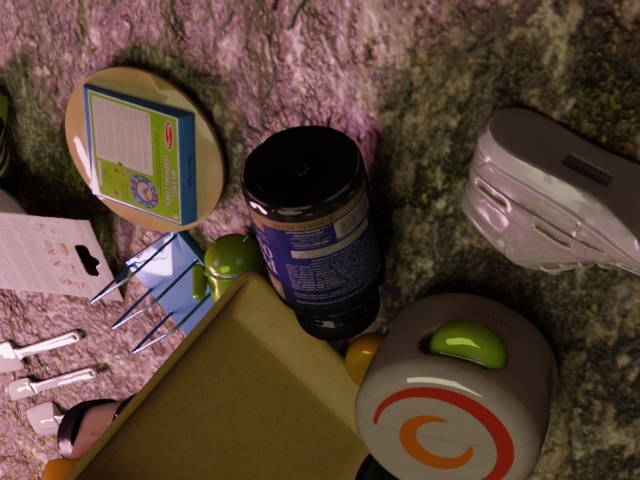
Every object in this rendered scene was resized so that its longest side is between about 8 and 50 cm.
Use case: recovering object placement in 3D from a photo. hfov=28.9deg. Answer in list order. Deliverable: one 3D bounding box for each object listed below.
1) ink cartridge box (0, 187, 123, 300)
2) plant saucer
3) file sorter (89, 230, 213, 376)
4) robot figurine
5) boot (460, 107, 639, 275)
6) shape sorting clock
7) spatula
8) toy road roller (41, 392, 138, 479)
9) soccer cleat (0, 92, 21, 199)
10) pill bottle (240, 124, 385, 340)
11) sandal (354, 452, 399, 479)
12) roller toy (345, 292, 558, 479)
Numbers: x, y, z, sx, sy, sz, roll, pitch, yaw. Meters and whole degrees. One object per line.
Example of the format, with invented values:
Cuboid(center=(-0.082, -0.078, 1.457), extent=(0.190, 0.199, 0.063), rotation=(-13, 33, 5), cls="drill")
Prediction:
Cuboid(center=(-0.370, 0.000, 1.573), extent=(0.224, 0.056, 0.181), rotation=(3, 145, 10), cls="ink cartridge box")
Cuboid(center=(-0.091, 0.253, 1.391), extent=(0.333, 0.333, 0.081), rotation=(46, 166, -24), cls="plant saucer")
Cuboid(center=(-0.174, 0.094, 1.487), extent=(0.170, 0.104, 0.118), rotation=(51, 137, -9), cls="file sorter")
Cuboid(center=(-0.095, 0.042, 1.415), extent=(0.101, 0.067, 0.115), rotation=(-4, 124, 6), cls="robot figurine")
Cuboid(center=(0.246, -0.010, 1.126), extent=(0.258, 0.095, 0.123), rotation=(36, 143, 19), cls="boot")
Cuboid(center=(-0.197, -0.101, 1.396), extent=(0.206, 0.040, 0.206), rotation=(17, 127, 24), cls="shape sorting clock")
Cuboid(center=(-0.382, 0.207, 1.791), extent=(0.242, 0.019, 0.168), rotation=(-17, 106, 41), cls="spatula")
Cuboid(center=(-0.185, 0.337, 1.509), extent=(0.329, 0.241, 0.202), rotation=(29, 154, -29), cls="toy road roller")
Cuboid(center=(-0.411, -0.107, 1.523), extent=(0.060, 0.072, 0.179), rotation=(22, 133, 21), cls="soccer cleat")
Cuboid(center=(0.000, 0.000, 1.262), extent=(0.122, 0.123, 0.219), rotation=(15, 143, 26), cls="pill bottle")
Cuboid(center=(0.209, 0.403, 1.443), extent=(0.446, 0.167, 0.107), rotation=(52, 164, -2), cls="sandal")
Cuboid(center=(0.141, 0.157, 1.277), extent=(0.209, 0.146, 0.191), rotation=(-27, 113, 37), cls="roller toy")
